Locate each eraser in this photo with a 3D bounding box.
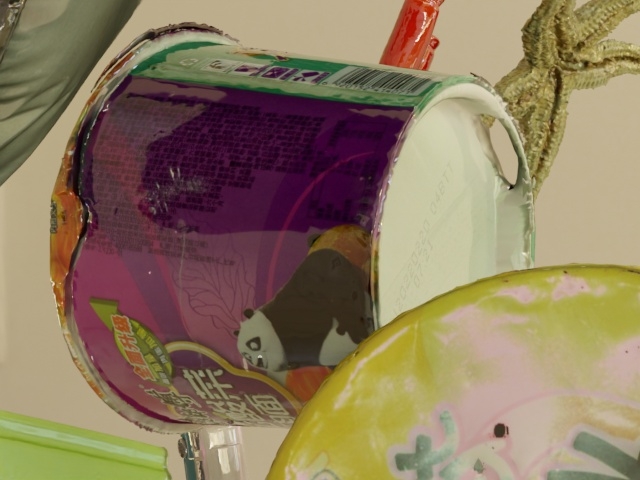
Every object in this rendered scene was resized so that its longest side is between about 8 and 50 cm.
[{"bbox_3d":[-0.329,0.344,1.719,0.092,0.274,0.210,-48,-141,37],"label":"eraser"}]

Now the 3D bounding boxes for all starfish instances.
[{"bbox_3d":[0.271,-0.178,1.419,0.078,0.357,0.347,40,-60,32],"label":"starfish"}]

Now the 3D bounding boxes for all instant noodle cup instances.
[{"bbox_3d":[0.128,0.146,0.510,0.264,0.200,0.264,-5,-100,28],"label":"instant noodle cup"},{"bbox_3d":[0.000,0.000,0.745,0.190,0.251,0.251,5,-85,33],"label":"instant noodle cup"}]

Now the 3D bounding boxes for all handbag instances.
[{"bbox_3d":[-0.096,-0.167,0.600,0.075,0.332,0.191,28,-28,-5],"label":"handbag"}]

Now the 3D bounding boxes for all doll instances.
[{"bbox_3d":[0.033,-0.065,1.315,0.099,0.188,0.384,20,-102,6],"label":"doll"}]

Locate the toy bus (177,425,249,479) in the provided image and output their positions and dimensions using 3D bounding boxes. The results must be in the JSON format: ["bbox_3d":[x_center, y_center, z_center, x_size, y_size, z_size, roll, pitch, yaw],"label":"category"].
[{"bbox_3d":[-0.110,0.254,1.406,0.075,0.060,0.123,-16,-99,62],"label":"toy bus"}]
